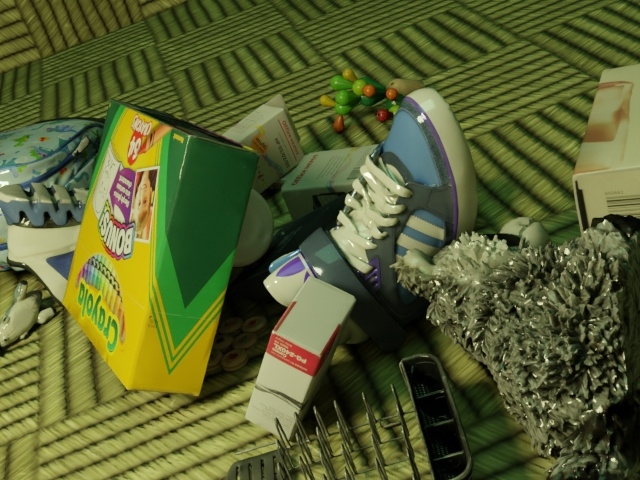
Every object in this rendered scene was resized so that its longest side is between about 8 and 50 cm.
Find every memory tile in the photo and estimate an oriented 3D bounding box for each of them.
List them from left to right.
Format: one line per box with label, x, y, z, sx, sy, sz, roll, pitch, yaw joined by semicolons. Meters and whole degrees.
memory tile;-0.150;0.139;1.415;0.148;0.012;0.113;-6;30;26

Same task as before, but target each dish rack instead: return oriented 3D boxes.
dish rack;0.016;0.234;1.064;0.272;0.074;0.208;-18;26;4

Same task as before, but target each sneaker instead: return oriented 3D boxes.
sneaker;-0.358;0.012;1.673;0.316;0.182;0.127;4;19;-19
sneaker;0.047;-0.005;1.216;0.236;0.322;0.130;-20;45;-17

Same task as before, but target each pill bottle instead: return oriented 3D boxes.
pill bottle;-0.164;-0.006;1.520;0.119;0.119;0.208;-38;9;-31

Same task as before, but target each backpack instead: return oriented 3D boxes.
backpack;-0.493;-0.085;1.842;0.290;0.273;0.355;-3;44;18

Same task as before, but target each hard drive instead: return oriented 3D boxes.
hard drive;0.000;0.000;1.443;0.255;0.054;0.172;-26;17;43

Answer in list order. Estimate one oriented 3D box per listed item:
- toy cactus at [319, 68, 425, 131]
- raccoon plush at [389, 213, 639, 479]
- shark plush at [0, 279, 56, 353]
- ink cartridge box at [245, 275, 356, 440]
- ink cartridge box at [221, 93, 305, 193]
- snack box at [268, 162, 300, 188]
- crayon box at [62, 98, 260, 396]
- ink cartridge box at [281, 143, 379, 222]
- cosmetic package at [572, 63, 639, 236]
toy cactus;0.110;-0.253;1.896;0.181;0.112;0.219;-12;19;-28
raccoon plush;0.173;0.132;1.026;0.299;0.216;0.446;-8;29;38
shark plush;-0.475;0.139;1.625;0.067;0.073;0.161;-19;41;48
ink cartridge box;-0.024;0.134;1.179;0.063;0.150;0.109;25;40;7
ink cartridge box;-0.097;-0.157;1.772;0.181;0.104;0.062;-40;35;-24
snack box;-0.092;-0.115;1.832;0.178;0.022;0.064;2;37;37
crayon box;-0.227;-0.006;1.394;0.106;0.313;0.363;12;8;-28
ink cartridge box;0.046;-0.088;1.633;0.175;0.072;0.127;-5;31;28
cosmetic package;0.411;-0.100;1.328;0.129;0.153;0.296;-4;30;26
